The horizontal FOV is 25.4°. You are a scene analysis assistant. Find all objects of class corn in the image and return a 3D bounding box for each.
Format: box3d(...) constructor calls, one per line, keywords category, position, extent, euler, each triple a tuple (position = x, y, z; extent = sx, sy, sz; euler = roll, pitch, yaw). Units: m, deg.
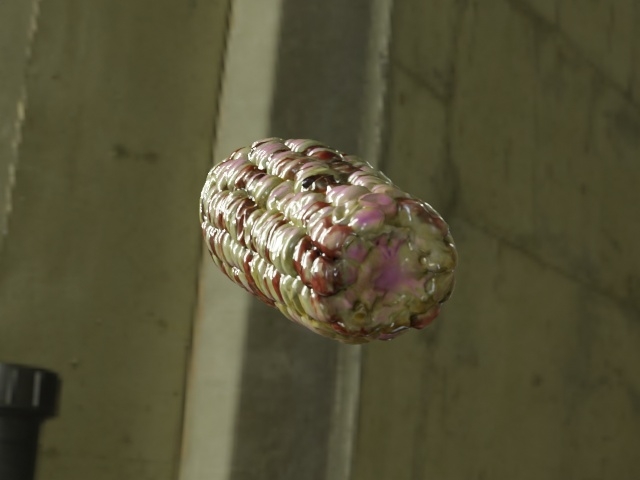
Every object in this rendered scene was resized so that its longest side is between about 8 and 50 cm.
box3d(category="corn", position=(0.000, 0.000, 0.697), extent=(0.280, 0.092, 0.092), euler=(-147, 49, -74))
